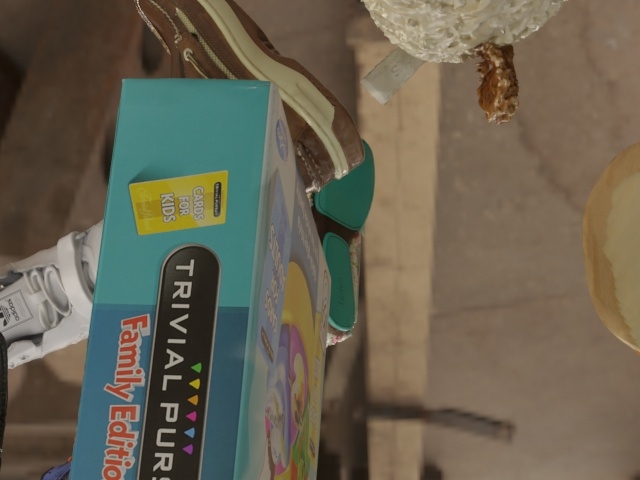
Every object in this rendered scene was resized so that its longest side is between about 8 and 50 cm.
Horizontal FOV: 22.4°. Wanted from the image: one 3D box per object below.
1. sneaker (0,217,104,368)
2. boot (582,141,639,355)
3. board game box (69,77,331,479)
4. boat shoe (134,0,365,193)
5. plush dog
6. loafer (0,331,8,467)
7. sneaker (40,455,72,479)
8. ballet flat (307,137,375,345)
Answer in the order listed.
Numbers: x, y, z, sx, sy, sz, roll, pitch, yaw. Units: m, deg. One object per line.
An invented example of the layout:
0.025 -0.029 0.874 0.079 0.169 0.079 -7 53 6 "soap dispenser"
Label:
-0.292 0.062 1.865 0.210 0.137 0.366 -20 177 -17 "sneaker"
0.288 0.073 1.005 0.211 0.295 0.104 27 117 -30 "boot"
-0.054 0.126 0.808 0.079 0.336 0.254 1 158 8 "board game box"
-0.079 -0.115 1.173 0.095 0.257 0.095 -37 138 -11 "boat shoe"
0.058 -0.203 0.945 0.262 0.211 0.225 -11 152 27 "plush dog"
-0.323 0.186 1.487 0.076 0.223 0.078 14 170 -30 "loafer"
-0.173 0.186 1.250 0.087 0.221 0.083 24 161 37 "sneaker"
0.000 0.000 1.643 0.091 0.241 0.077 32 142 -33 "ballet flat"
